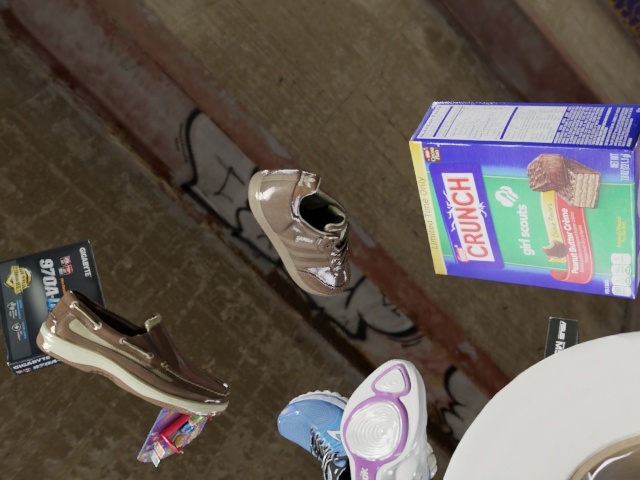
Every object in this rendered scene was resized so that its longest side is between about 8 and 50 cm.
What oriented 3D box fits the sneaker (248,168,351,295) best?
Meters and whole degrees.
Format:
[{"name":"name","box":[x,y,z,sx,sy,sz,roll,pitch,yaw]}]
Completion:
[{"name":"sneaker","box":[0.000,0.000,0.700,0.188,0.071,0.066,51,-134,-47]}]

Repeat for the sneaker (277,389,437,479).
[{"name":"sneaker","box":[0.038,0.379,1.293,0.147,0.330,0.130,-32,-59,-42]}]

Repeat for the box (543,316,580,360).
[{"name":"box","box":[0.335,0.228,0.997,0.184,0.045,0.191,53,-132,-53]}]

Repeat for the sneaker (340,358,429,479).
[{"name":"sneaker","box":[0.101,0.314,1.038,0.152,0.114,0.305,-7,-73,-58]}]

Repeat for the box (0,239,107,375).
[{"name":"box","box":[-0.479,0.116,1.275,0.175,0.051,0.220,-15,-124,-14]}]

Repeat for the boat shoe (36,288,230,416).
[{"name":"boat shoe","box":[-0.224,0.141,0.910,0.257,0.095,0.095,26,-87,-14]}]

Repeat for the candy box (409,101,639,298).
[{"name":"candy box","box":[0.315,-0.064,1.071,0.122,0.317,0.268,-53,-42,-38]}]

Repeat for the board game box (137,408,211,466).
[{"name":"board game box","box":[-0.220,0.312,1.166,0.033,0.169,0.133,43,-153,27]}]

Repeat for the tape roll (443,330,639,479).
[{"name":"tape roll","box":[0.191,0.194,0.380,0.169,0.246,0.246,65,-155,-51]}]
